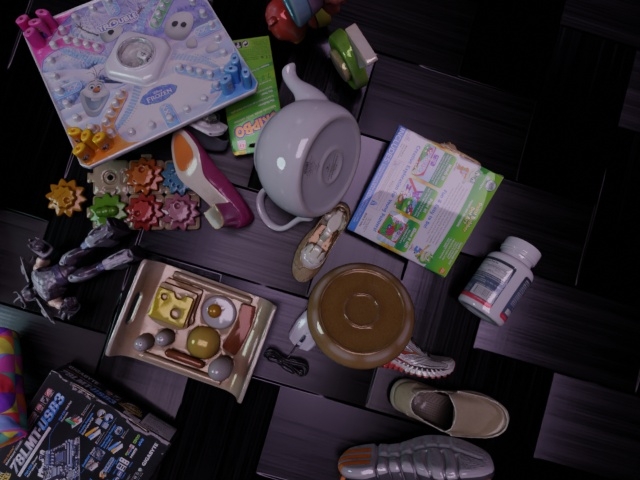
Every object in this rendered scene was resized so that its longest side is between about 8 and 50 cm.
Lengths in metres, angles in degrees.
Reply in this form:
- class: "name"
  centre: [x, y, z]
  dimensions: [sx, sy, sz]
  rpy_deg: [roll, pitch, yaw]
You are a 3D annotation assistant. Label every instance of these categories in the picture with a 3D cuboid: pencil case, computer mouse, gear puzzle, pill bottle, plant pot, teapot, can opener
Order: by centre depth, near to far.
- class: "pencil case"
  centre: [-0.650, 0.289, 0.826]
  dimensions: [0.104, 0.104, 0.237]
  rpy_deg: [-28, 65, -3]
- class: "teapot"
  centre: [-0.049, -0.175, 0.862]
  dimensions: [0.187, 0.253, 0.256]
  rpy_deg: [25, 69, 29]
- class: "plant pot"
  centre: [0.088, 0.151, 0.891]
  dimensions: [0.236, 0.032, 0.237]
  rpy_deg: [0, 64, 0]
- class: "can opener"
  centre: [-0.331, -0.284, 0.912]
  dimensions: [0.280, 0.074, 0.093]
  rpy_deg: [30, 125, 4]
- class: "pill bottle"
  centre: [0.397, 0.087, 0.913]
  dimensions: [0.108, 0.108, 0.180]
  rpy_deg: [37, 86, 0]
- class: "gear puzzle"
  centre: [-0.438, -0.108, 0.920]
  dimensions: [0.338, 0.044, 0.176]
  rpy_deg: [-1, 87, -2]
- class: "computer mouse"
  centre: [-0.033, 0.204, 0.922]
  dimensions: [0.106, 0.042, 0.193]
  rpy_deg: [33, 87, 1]

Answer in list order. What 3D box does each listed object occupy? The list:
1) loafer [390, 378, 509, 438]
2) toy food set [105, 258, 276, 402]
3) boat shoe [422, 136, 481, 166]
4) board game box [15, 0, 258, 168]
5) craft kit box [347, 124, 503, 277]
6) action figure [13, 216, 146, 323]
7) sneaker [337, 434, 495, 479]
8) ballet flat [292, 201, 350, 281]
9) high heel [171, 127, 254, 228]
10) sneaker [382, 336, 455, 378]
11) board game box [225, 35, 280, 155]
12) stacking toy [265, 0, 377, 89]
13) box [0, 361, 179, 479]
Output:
- class: "loafer"
  centre: [0.286, 0.375, 0.901]
  dimensions: [0.268, 0.092, 0.102]
  rpy_deg: [12, 87, -2]
- class: "toy food set"
  centre: [-0.273, 0.191, 0.888]
  dimensions: [0.305, 0.092, 0.220]
  rpy_deg: [20, 87, -2]
- class: "boat shoe"
  centre: [0.288, -0.192, 0.950]
  dimensions: [0.170, 0.063, 0.059]
  rpy_deg: [32, 74, -1]
- class: "board game box"
  centre: [-0.389, -0.394, 0.873]
  dimensions: [0.389, 0.050, 0.390]
  rpy_deg: [-28, 75, -8]
- class: "craft kit box"
  centre: [0.222, -0.084, 0.911]
  dimensions: [0.246, 0.061, 0.250]
  rpy_deg: [28, 102, 2]
- class: "action figure"
  centre: [-0.531, 0.060, 0.884]
  dimensions: [0.284, 0.099, 0.186]
  rpy_deg: [-29, 95, 0]
- class: "sneaker"
  centre: [0.205, 0.527, 0.875]
  dimensions: [0.320, 0.124, 0.180]
  rpy_deg: [-11, 95, 18]
- class: "ballet flat"
  centre: [0.000, 0.000, 0.920]
  dimensions: [0.073, 0.067, 0.206]
  rpy_deg: [29, 87, -3]
- class: "high heel"
  centre: [-0.232, -0.136, 0.908]
  dimensions: [0.082, 0.117, 0.244]
  rpy_deg: [-37, 81, 27]
- class: "sneaker"
  centre: [0.187, 0.241, 0.908]
  dimensions: [0.225, 0.088, 0.093]
  rpy_deg: [15, 82, -3]
- class: "board game box"
  centre: [-0.157, -0.326, 0.946]
  dimensions: [0.124, 0.039, 0.260]
  rpy_deg: [-9, 86, -3]
- class: "stacking toy"
  centre: [-0.018, -0.423, 0.844]
  dimensions: [0.130, 0.309, 0.280]
  rpy_deg: [-30, 99, 4]
- class: "box"
  centre: [-0.506, 0.464, 0.876]
  dimensions: [0.293, 0.073, 0.296]
  rpy_deg: [32, 87, 1]
